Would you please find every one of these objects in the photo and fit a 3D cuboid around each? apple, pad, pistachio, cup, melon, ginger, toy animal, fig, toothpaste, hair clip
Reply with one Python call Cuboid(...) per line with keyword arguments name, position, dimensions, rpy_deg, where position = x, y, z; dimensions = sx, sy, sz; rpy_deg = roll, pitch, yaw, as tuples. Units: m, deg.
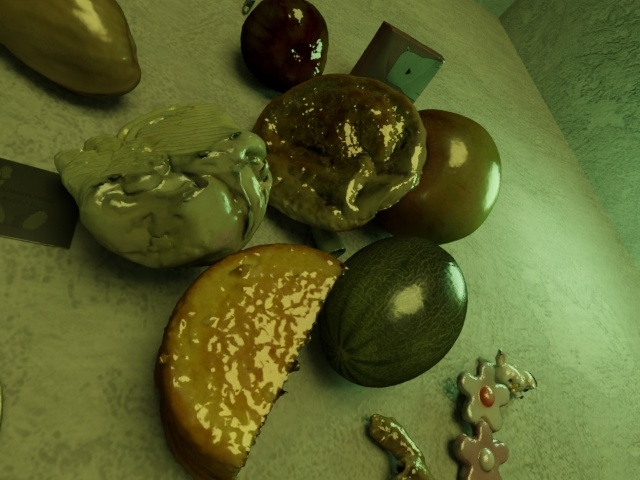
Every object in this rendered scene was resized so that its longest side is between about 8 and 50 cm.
Cuboid(name="apple", position=(0.246, -0.148, 0.978), dimensions=(0.277, 0.319, 0.319), rpy_deg=(37, 34, -61))
Cuboid(name="pad", position=(-0.444, -0.062, 0.604), dimensions=(0.190, 0.004, 0.127), rpy_deg=(16, 53, -31))
Cuboid(name="pistachio", position=(-0.429, -0.359, 0.707), dimensions=(0.293, 0.162, 0.182), rpy_deg=(36, 81, -17))
Cuboid(name="cup", position=(0.002, 0.001, 0.889), dimensions=(0.083, 0.074, 0.054), rpy_deg=(64, 9, 19))
Cuboid(name="melon", position=(0.127, 0.120, 0.760), dimensions=(0.301, 0.237, 0.237), rpy_deg=(-33, 85, -40))
Cuboid(name="ginger", position=(0.169, 0.421, 0.713), dimensions=(0.089, 0.075, 0.288), rpy_deg=(8, 49, -62))
Cuboid(name="toy animal", position=(0.438, 0.313, 0.996), dimensions=(0.124, 0.071, 0.085), rpy_deg=(23, 51, -25))
Cuboid(name="fig", position=(-0.101, -0.507, 1.069), dimensions=(0.216, 0.217, 0.321), rpy_deg=(16, 30, -30))
Cuboid(name="toothpaste", position=(-0.199, -0.647, 1.179), dimensions=(0.027, 0.019, 0.083), rpy_deg=(11, 51, -3))
Cuboid(name="hair clip", position=(0.324, 0.376, 0.871), dimensions=(0.146, 0.075, 0.257), rpy_deg=(30, 52, -25))

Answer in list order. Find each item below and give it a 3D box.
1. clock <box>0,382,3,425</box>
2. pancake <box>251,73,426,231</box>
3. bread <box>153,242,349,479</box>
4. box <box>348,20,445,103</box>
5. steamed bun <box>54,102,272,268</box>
Cuboid(name="clock", position=(-0.452, 0.185, 0.417), dimensions=(0.234, 0.029, 0.235), rpy_deg=(19, 54, -28))
Cuboid(name="pancake", position=(0.025, -0.197, 0.868), dimensions=(0.386, 0.082, 0.387), rpy_deg=(-5, 63, 10))
Cuboid(name="bread", position=(-0.115, 0.132, 0.582), dimensions=(0.179, 0.194, 0.340), rpy_deg=(31, 62, -1))
Cuboid(name="box", position=(0.215, -0.501, 1.273), dimensions=(0.215, 0.215, 0.086), rpy_deg=(13, 41, -31))
Cuboid(name="steamed bun", position=(-0.215, -0.067, 0.650), dimensions=(0.268, 0.207, 0.280), rpy_deg=(-30, 42, -25))
